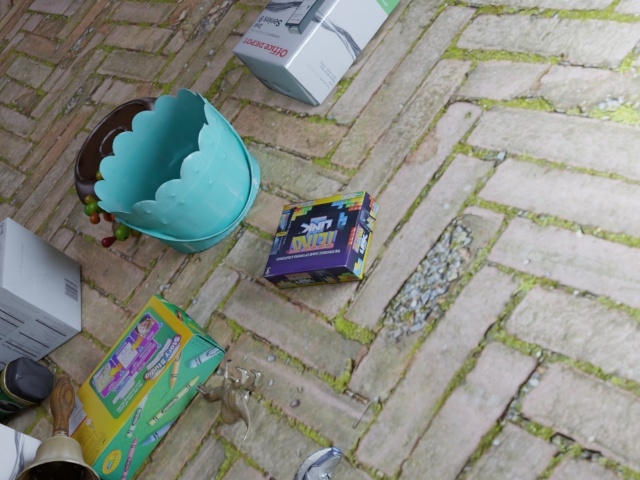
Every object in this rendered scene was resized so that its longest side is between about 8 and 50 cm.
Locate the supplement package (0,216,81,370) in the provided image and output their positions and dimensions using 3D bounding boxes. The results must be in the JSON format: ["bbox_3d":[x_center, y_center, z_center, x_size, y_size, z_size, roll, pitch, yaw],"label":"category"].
[{"bbox_3d":[-0.651,0.135,1.675,0.263,0.198,0.199,-34,43,16],"label":"supplement package"}]

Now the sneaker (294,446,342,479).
[{"bbox_3d":[-0.009,0.331,1.078,0.135,0.052,0.058,-53,50,5],"label":"sneaker"}]

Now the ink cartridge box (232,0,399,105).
[{"bbox_3d":[-0.005,-0.426,1.610,0.289,0.121,0.211,-54,40,-6],"label":"ink cartridge box"}]

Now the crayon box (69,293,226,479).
[{"bbox_3d":[-0.302,0.245,1.371,0.278,0.081,0.165,-52,41,-5],"label":"crayon box"}]

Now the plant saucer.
[{"bbox_3d":[-0.467,-0.218,1.911,0.311,0.050,0.310,-22,46,26],"label":"plant saucer"}]

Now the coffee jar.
[{"bbox_3d":[-0.607,0.293,1.591,0.184,0.096,0.079,-27,47,22],"label":"coffee jar"}]

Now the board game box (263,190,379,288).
[{"bbox_3d":[0.000,0.000,1.325,0.170,0.048,0.141,-9,52,37],"label":"board game box"}]

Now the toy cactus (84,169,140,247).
[{"bbox_3d":[-0.404,-0.083,1.728,0.181,0.112,0.219,-25,39,-2],"label":"toy cactus"}]

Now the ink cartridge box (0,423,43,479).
[{"bbox_3d":[-0.533,0.382,1.310,0.207,0.283,0.117,-20,48,29],"label":"ink cartridge box"}]

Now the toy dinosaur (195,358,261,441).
[{"bbox_3d":[-0.125,0.240,1.257,0.183,0.053,0.092,21,89,55],"label":"toy dinosaur"}]

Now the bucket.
[{"bbox_3d":[-0.259,-0.121,1.546,0.281,0.183,0.281,-23,47,27],"label":"bucket"}]

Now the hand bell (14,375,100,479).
[{"bbox_3d":[-0.410,0.302,1.297,0.126,0.126,0.242,-39,33,11],"label":"hand bell"}]
